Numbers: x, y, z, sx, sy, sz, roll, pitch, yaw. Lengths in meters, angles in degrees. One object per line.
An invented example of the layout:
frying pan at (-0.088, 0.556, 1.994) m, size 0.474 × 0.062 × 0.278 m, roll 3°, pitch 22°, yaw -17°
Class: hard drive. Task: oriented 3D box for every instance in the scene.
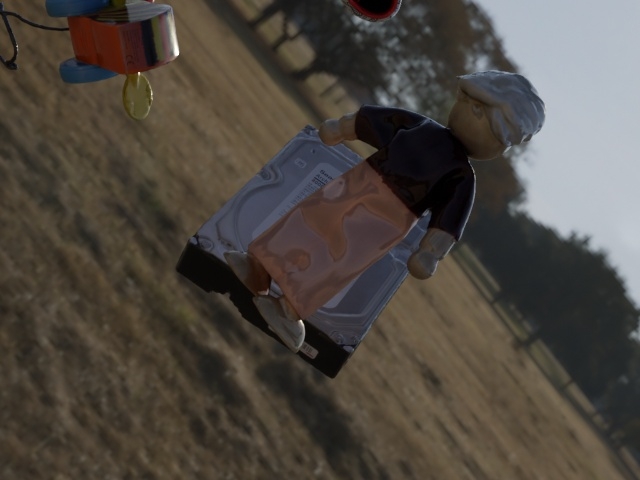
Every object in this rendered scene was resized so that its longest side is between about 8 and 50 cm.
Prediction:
hard drive at (0.000, 0.000, 1.577) m, size 0.237 × 0.064 × 0.339 m, roll 35°, pitch 38°, yaw 5°

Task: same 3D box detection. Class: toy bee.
toy bee at (-0.235, -0.252, 1.398) m, size 0.298 × 0.162 × 0.195 m, roll 37°, pitch -44°, yaw 34°

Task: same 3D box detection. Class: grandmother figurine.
grandmother figurine at (0.069, -0.051, 1.222) m, size 0.208 × 0.342 × 0.104 m, roll 55°, pitch 3°, yaw 20°

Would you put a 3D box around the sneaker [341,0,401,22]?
sneaker at (0.017, -0.418, 1.737) m, size 0.270 × 0.090 × 0.145 m, roll 50°, pitch 4°, yaw -21°
